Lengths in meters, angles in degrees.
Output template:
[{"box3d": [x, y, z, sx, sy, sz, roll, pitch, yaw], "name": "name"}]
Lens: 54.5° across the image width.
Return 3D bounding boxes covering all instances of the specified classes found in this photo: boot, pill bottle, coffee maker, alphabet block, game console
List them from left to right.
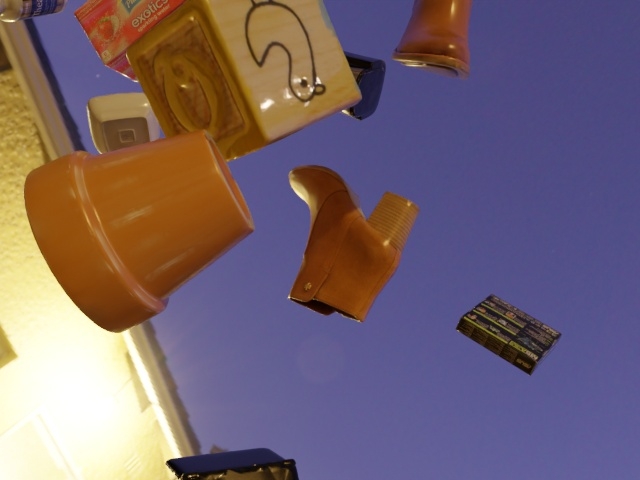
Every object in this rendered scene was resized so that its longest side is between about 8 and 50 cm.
[{"box3d": [-0.420, -0.342, 0.862, 0.067, 0.120, 0.067, 15, -57, 25], "name": "pill bottle"}, {"box3d": [-0.089, 0.262, 0.642, 0.071, 0.122, 0.107, -55, -138, 46], "name": "game console"}, {"box3d": [-0.100, -0.218, 0.828, 0.194, 0.197, 0.192, -14, -74, 47], "name": "alphabet block"}, {"box3d": [0.001, 0.001, 0.989, 0.295, 0.211, 0.104, 22, -14, 45], "name": "boot"}, {"box3d": [0.023, -0.301, 1.119, 0.178, 0.171, 0.120, 22, -37, 18], "name": "coffee maker"}, {"box3d": [0.185, -0.347, 0.858, 0.109, 0.283, 0.220, 18, -65, 4], "name": "boot"}]

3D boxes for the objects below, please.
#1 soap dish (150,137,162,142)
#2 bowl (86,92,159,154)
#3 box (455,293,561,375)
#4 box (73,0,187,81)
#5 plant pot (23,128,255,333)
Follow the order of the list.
[{"box3d": [-0.398, -0.042, 1.271, 0.228, 0.291, 0.118, 64, 4, 5], "name": "soap dish"}, {"box3d": [-0.404, -0.232, 1.292, 0.142, 0.142, 0.053, 99, -25, -47], "name": "bowl"}, {"box3d": [0.434, 0.210, 1.425, 0.191, 0.184, 0.045, 31, -58, 26], "name": "box"}, {"box3d": [-0.363, -0.513, 1.372, 0.300, 0.142, 0.154, -33, -99, 11], "name": "box"}, {"box3d": [-0.185, -0.028, 0.698, 0.205, 0.188, 0.205, -26, 90, -89], "name": "plant pot"}]
